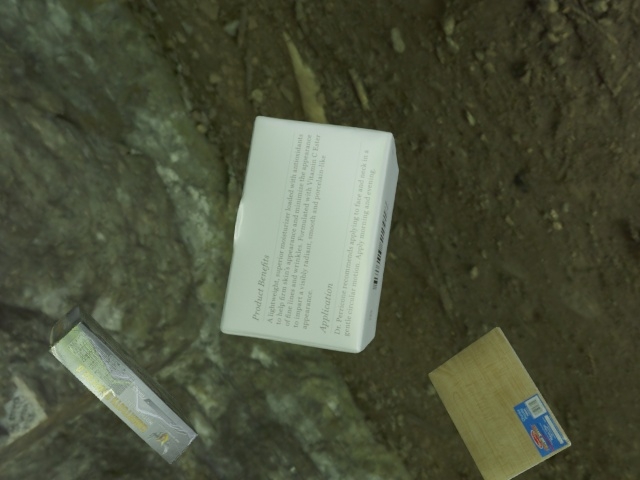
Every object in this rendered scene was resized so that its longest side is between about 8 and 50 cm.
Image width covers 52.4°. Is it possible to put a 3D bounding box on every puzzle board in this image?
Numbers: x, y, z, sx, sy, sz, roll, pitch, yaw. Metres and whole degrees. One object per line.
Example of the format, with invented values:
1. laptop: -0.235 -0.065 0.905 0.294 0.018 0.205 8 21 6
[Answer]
1. puzzle board: 0.174 0.166 0.648 0.011 0.096 0.128 10 -134 -50

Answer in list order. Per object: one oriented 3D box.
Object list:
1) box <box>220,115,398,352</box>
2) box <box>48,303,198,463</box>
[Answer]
1. box: 0.000 0.000 0.600 0.118 0.181 0.182 9 177 9
2. box: -0.288 0.202 0.942 0.231 0.056 0.183 50 166 -16
